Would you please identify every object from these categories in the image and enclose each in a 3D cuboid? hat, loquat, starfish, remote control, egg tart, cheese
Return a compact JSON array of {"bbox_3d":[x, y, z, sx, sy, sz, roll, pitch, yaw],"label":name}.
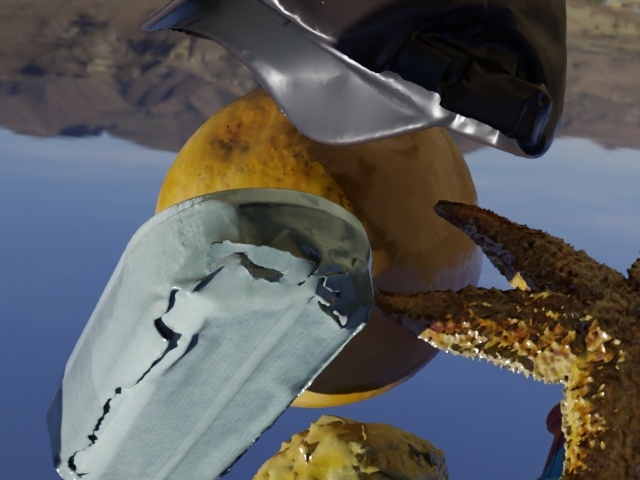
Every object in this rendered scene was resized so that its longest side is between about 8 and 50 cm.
[{"bbox_3d":[0.037,-0.184,0.727,0.238,0.209,0.336,27,173,-35],"label":"hat"},{"bbox_3d":[0.000,0.000,1.066,0.328,0.328,0.328,7,-171,-1],"label":"loquat"},{"bbox_3d":[0.144,0.043,0.548,0.227,0.043,0.240,28,-135,18],"label":"starfish"},{"bbox_3d":[-0.057,0.058,0.498,0.104,0.052,0.247,6,146,-23],"label":"remote control"},{"bbox_3d":[0.027,0.373,1.196,0.339,0.351,0.153,48,-176,-37],"label":"egg tart"},{"bbox_3d":[0.285,0.298,1.335,0.106,0.256,0.037,3,-159,-25],"label":"cheese"}]
